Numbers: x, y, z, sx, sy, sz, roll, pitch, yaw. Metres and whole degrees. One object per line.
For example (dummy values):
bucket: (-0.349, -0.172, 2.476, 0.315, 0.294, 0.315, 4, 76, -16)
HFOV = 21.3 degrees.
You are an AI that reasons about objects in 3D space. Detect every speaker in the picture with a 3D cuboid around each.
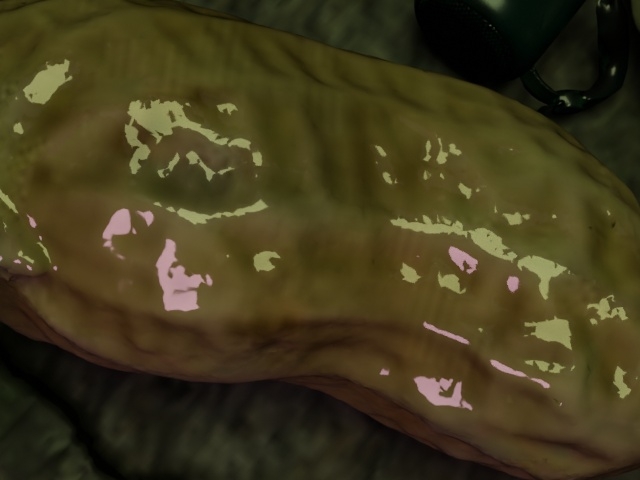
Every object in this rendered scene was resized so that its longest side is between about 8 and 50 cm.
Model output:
speaker: (0.093, -0.098, 0.720, 0.094, 0.060, 0.075, 37, 71, 4)

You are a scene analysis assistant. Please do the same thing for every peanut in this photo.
peanut: (0.000, 0.000, 0.625, 0.325, 0.153, 0.140, 20, 108, 0)

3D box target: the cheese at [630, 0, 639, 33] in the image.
cheese: (0.295, -0.096, 0.699, 0.292, 0.153, 0.332, -10, 72, -16)
